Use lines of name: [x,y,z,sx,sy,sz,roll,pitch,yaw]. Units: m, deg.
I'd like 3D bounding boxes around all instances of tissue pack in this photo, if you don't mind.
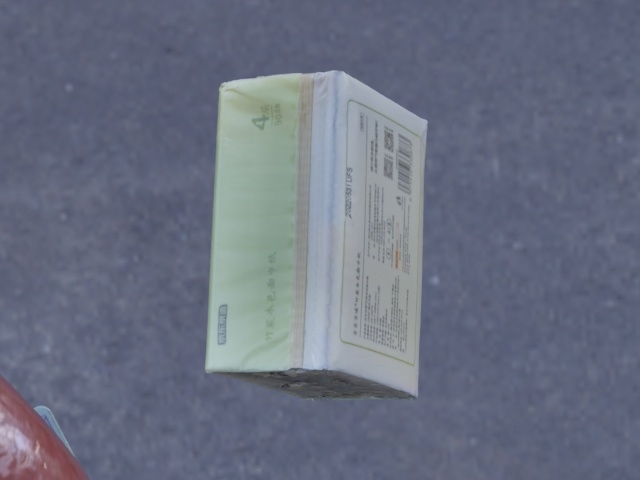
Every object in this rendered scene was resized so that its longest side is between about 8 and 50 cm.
tissue pack: [0.000,0.000,1.415,0.125,0.159,0.234,-5,76,29]

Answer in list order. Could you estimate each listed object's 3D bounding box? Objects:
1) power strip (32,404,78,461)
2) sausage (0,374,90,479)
power strip: [-0.265,0.274,1.661,0.145,0.216,0.061,-27,1,-16]
sausage: [-0.233,0.151,1.154,0.148,0.254,0.148,-24,30,15]
